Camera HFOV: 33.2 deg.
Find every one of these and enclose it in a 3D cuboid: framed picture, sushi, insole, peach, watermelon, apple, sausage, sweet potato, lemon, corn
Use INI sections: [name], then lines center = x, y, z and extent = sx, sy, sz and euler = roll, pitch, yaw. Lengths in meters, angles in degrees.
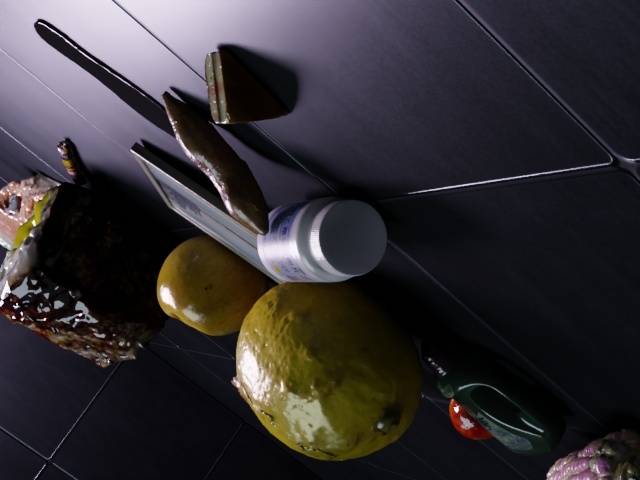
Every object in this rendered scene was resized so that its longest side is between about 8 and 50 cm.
[framed picture]
center = -0.153, -0.027, 1.644
extent = 0.289, 0.016, 0.213
euler = 34, 166, 20
[sushi]
center = -0.448, 0.067, 2.045
extent = 0.294, 0.281, 0.299
euler = 30, 160, -23
[insole]
center = -0.277, -0.212, 1.432
extent = 0.253, 0.005, 0.086
euler = 37, 163, -8
[peach]
center = 0.243, 0.281, 1.699
extent = 0.098, 0.061, 0.098
euler = 37, 171, 7
[watermelon]
center = -0.586, -0.018, 2.329
extent = 0.264, 0.151, 0.302
euler = 27, 162, 27
[apple]
center = -0.184, 0.081, 1.805
extent = 0.182, 0.155, 0.182
euler = 31, 161, 12
[sausage]
center = -0.450, -0.138, 1.947
extent = 0.028, 0.025, 0.198
euler = 26, 164, 5
[sweet potato]
center = -0.127, -0.098, 1.336
extent = 0.218, 0.051, 0.065
euler = 53, -163, 4
[lemon]
center = 0.010, 0.180, 1.537
extent = 0.284, 0.261, 0.260
euler = 24, 161, 21
[corn]
center = 0.383, 0.332, 1.461
extent = 0.126, 0.127, 0.335
euler = 33, 164, 6

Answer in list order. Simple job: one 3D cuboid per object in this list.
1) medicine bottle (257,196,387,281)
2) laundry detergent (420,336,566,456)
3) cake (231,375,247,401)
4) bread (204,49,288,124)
[medicine bottle]
center = 0.000, 0.000, 1.307
extent = 0.102, 0.103, 0.186
euler = 40, 164, -18
[laundry detergent]
center = 0.232, 0.210, 1.501
extent = 0.221, 0.078, 0.144
euler = 42, 161, -14
[cake]
center = -0.086, 0.387, 2.553
extent = 0.112, 0.116, 0.295
euler = 23, 160, 38
[bread]
center = -0.089, -0.147, 1.144
extent = 0.109, 0.062, 0.043
euler = 40, 163, -28
